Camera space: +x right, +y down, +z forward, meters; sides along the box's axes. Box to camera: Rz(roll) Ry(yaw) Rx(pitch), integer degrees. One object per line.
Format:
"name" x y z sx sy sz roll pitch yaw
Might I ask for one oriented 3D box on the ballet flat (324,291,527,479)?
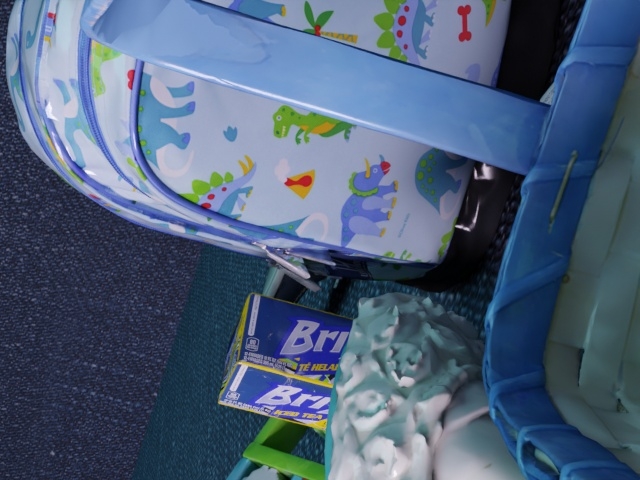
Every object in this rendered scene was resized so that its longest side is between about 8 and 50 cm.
"ballet flat" 0.082 0.185 0.564 0.147 0.147 0.409 117 161 -50

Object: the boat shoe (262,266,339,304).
"boat shoe" 0.000 0.000 1.311 0.095 0.079 0.254 -88 19 -60

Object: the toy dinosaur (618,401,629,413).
"toy dinosaur" 0.135 0.082 0.448 0.183 0.093 0.053 -83 -4 -79

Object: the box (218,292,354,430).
"box" 0.025 0.089 0.796 0.059 0.169 0.054 117 164 -51

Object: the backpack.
"backpack" -0.026 -0.113 0.840 0.273 0.356 0.290 -131 57 -72

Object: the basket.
"basket" 0.087 -0.031 0.297 0.255 0.289 0.201 -164 87 -77

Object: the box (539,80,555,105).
"box" 0.151 -0.033 0.566 0.126 0.072 0.137 122 159 -60

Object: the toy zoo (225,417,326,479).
"toy zoo" -0.048 0.236 0.875 0.293 0.030 0.192 -54 25 -19
